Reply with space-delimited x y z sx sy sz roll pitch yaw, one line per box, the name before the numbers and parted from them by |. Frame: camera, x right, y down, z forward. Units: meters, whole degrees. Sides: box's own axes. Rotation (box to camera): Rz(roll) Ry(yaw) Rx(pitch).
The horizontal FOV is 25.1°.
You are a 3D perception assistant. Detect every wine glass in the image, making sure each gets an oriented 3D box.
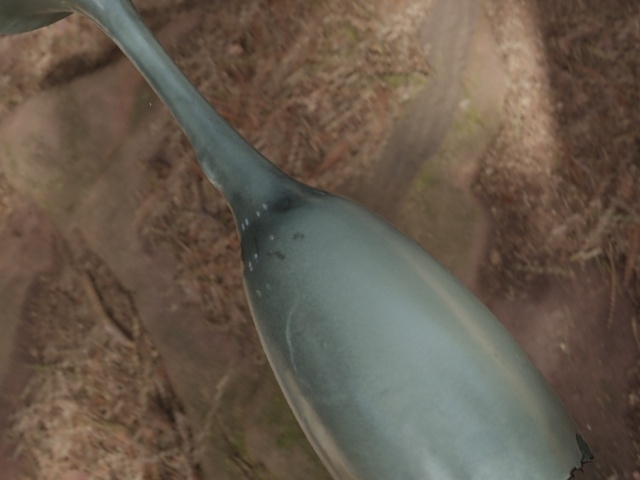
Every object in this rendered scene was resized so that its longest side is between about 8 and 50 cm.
wine glass | 0.000 0.000 0.672 0.096 0.264 0.309 -40 79 6
